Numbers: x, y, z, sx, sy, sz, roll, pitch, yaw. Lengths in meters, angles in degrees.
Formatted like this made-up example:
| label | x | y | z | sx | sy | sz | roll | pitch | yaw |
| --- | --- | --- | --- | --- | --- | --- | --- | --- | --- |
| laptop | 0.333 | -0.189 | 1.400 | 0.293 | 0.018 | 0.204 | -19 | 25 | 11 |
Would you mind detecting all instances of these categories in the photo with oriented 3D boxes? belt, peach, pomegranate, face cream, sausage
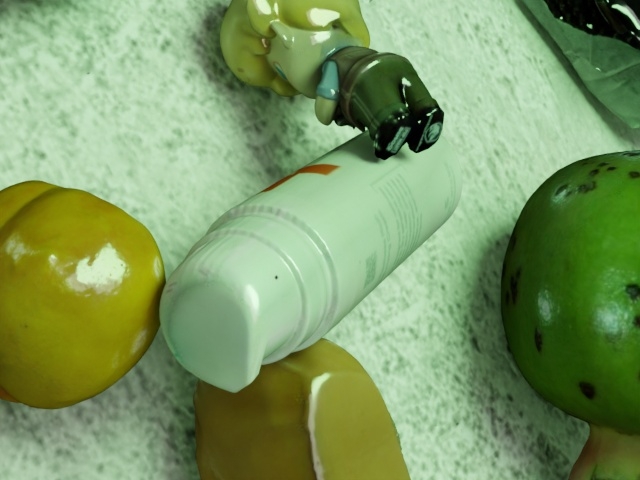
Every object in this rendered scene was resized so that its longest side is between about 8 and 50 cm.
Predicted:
| label | x | y | z | sx | sy | sz | roll | pitch | yaw |
| --- | --- | --- | --- | --- | --- | --- | --- | --- | --- |
| belt | 0.306 | -0.223 | 1.224 | 0.289 | 0.184 | 0.164 | 49 | 44 | -15 |
| peach | -0.162 | 0.036 | 0.799 | 0.138 | 0.138 | 0.138 | 13 | 68 | -35 |
| pomegranate | 0.271 | 0.078 | 1.053 | 0.291 | 0.290 | 0.323 | 37 | 65 | -24 |
| face cream | 0.000 | 0.000 | 0.893 | 0.102 | 0.102 | 0.345 | 63 | 29 | -4 |
| sausage | -0.003 | 0.181 | 0.879 | 0.120 | 0.136 | 0.241 | -17 | 86 | -43 |

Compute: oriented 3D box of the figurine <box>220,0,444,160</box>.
| label | x | y | z | sx | sy | sz | roll | pitch | yaw |
| --- | --- | --- | --- | --- | --- | --- | --- | --- | --- |
| figurine | 0.011 | -0.127 | 0.969 | 0.114 | 0.108 | 0.196 | -19 | 53 | -34 |

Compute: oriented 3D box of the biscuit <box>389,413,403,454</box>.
| label | x | y | z | sx | sy | sz | roll | pitch | yaw |
| --- | --- | --- | --- | --- | --- | --- | --- | --- | --- |
| biscuit | 0.016 | 0.160 | 0.980 | 0.120 | 0.015 | 0.120 | 13 | 67 | -34 |
